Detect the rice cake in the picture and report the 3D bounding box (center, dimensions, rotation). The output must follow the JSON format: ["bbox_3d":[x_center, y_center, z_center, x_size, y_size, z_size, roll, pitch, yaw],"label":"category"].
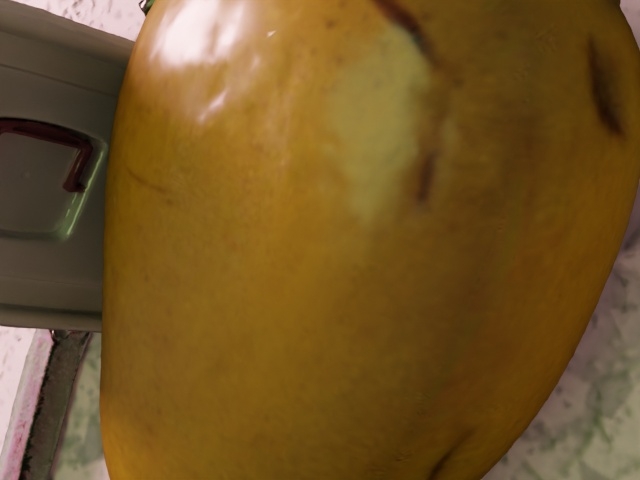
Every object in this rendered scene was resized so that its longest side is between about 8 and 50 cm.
[{"bbox_3d":[-0.204,0.147,0.956,0.033,0.033,0.207,19,96,36],"label":"rice cake"}]

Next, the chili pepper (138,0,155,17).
[{"bbox_3d":[-0.089,-0.176,0.918,0.083,0.022,0.027,-30,42,24],"label":"chili pepper"}]

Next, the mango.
[{"bbox_3d":[0.000,0.000,0.755,0.301,0.220,0.445,35,107,22],"label":"mango"}]

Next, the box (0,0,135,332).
[{"bbox_3d":[-0.220,-0.067,0.840,0.167,0.294,0.193,32,102,36],"label":"box"}]
